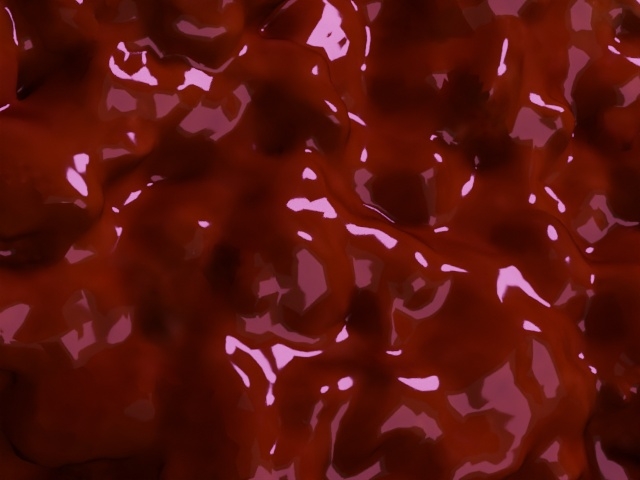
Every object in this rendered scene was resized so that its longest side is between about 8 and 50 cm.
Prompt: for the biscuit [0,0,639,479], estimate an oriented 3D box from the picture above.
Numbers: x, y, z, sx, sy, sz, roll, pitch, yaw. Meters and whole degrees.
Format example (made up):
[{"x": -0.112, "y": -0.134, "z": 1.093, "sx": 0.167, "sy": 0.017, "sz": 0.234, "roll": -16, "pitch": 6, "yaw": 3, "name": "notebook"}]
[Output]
[{"x": 0.000, "y": 0.000, "z": 0.594, "sx": 0.312, "sy": 0.110, "sz": 0.318, "roll": 44, "pitch": 67, "yaw": -2, "name": "biscuit"}]
